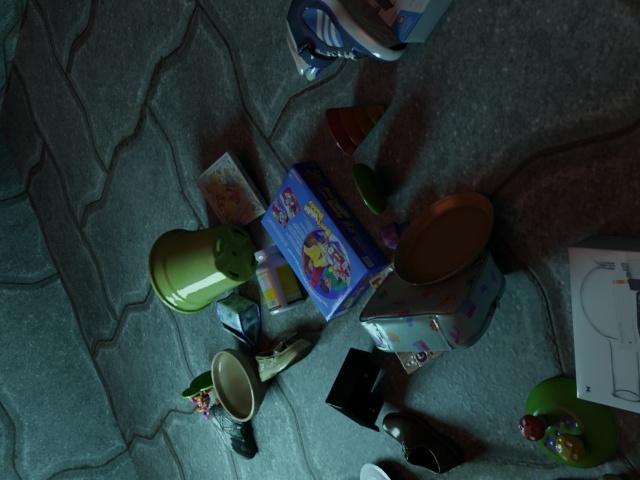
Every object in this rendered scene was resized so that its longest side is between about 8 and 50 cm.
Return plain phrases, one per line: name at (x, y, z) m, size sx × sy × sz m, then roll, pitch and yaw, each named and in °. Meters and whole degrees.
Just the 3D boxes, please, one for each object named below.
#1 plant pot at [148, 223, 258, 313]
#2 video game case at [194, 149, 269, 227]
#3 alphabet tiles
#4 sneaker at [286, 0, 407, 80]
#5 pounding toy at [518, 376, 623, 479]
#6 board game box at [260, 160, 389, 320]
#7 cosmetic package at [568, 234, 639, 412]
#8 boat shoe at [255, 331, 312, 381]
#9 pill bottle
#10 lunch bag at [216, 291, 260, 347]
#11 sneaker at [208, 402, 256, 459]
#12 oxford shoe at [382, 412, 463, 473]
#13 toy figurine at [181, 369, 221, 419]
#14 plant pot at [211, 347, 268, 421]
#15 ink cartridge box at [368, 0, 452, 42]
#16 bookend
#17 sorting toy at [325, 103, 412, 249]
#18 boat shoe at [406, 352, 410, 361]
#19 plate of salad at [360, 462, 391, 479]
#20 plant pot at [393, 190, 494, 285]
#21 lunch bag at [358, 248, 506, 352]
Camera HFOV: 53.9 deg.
plant pot at (-0.340, 0.066, 1.930) m, size 0.254 × 0.276 × 0.276 m, roll -19°, pitch 88°, yaw 39°
video game case at (-0.271, -0.140, 1.901) m, size 0.227 × 0.026 × 0.206 m, roll -28°, pitch 96°, yaw 49°
alphabet tiles at (0.213, 0.163, 1.463) m, size 0.198 × 0.009 × 0.237 m, roll -42°, pitch 70°, yaw 33°
sneaker at (0.044, -0.437, 1.418) m, size 0.323 × 0.130 × 0.236 m, roll 48°, pitch 144°, yaw 21°
pounding toy at (0.464, 0.392, 1.206) m, size 0.183 × 0.110 × 0.237 m, roll -16°, pitch 89°, yaw 50°
board game box at (0.000, 0.000, 1.633) m, size 0.347 × 0.078 × 0.233 m, roll 55°, pitch 137°, yaw 21°
cosmetic package at (0.594, 0.146, 0.988) m, size 0.377 × 0.097 × 0.284 m, roll 4°, pitch 108°, yaw 48°
boat shoe at (-0.121, 0.340, 1.866) m, size 0.285 × 0.105 × 0.089 m, roll -41°, pitch 74°, yaw 48°
pill bottle at (-0.123, 0.111, 1.792) m, size 0.103 × 0.103 × 0.184 m, roll -25°, pitch 83°, yaw 50°
lunch bag at (-0.260, 0.261, 2.014) m, size 0.129 × 0.096 × 0.151 m, roll 22°, pitch 130°, yaw 43°
sneaker at (-0.272, 0.643, 2.150) m, size 0.130 × 0.087 × 0.227 m, roll -31°, pitch 93°, yaw 27°
oxford shoe at (0.225, 0.487, 1.525) m, size 0.227 × 0.096 × 0.082 m, roll 18°, pitch 117°, yaw 47°
toy figurine at (-0.388, 0.567, 2.222) m, size 0.130 × 0.173 × 0.159 m, roll -3°, pitch 112°, yaw 44°
plant pot at (-0.245, 0.454, 2.042) m, size 0.237 × 0.110 × 0.237 m, roll 20°, pitch 118°, yaw 45°
ink cartridge box at (0.170, -0.515, 1.266) m, size 0.190 × 0.082 × 0.139 m, roll 55°, pitch 137°, yaw 19°
bookend at (0.113, 0.385, 1.621) m, size 0.072 × 0.156 × 0.157 m, roll 4°, pitch 149°, yaw 48°
sorting toy at (0.143, -0.162, 1.424) m, size 0.126 × 0.127 × 0.365 m, roll -27°, pitch 84°, yaw 20°
boat shoe at (0.196, 0.226, 1.513) m, size 0.049 × 0.042 × 0.133 m, roll -26°, pitch 81°, yaw 53°
plate of salad at (0.174, 0.690, 1.688) m, size 0.200 × 0.048 × 0.199 m, roll 34°, pitch 132°, yaw 49°
plant pot at (0.252, 0.000, 1.272) m, size 0.032 × 0.236 × 0.236 m, roll 44°, pitch 149°, yaw -27°
lunch bag at (0.236, 0.122, 1.290) m, size 0.279 × 0.224 × 0.108 m, roll -13°, pitch 117°, yaw 44°
